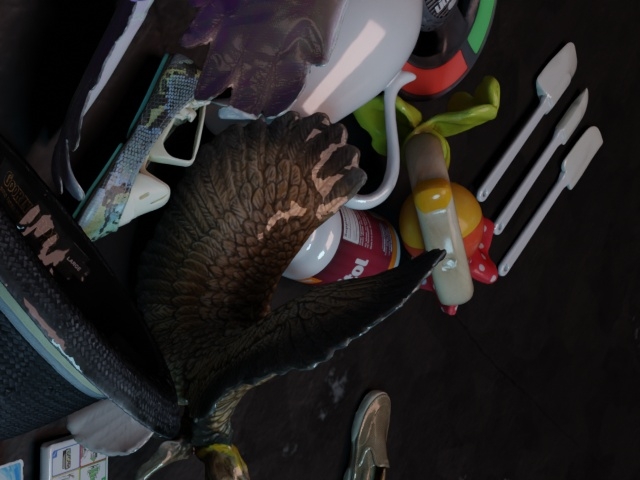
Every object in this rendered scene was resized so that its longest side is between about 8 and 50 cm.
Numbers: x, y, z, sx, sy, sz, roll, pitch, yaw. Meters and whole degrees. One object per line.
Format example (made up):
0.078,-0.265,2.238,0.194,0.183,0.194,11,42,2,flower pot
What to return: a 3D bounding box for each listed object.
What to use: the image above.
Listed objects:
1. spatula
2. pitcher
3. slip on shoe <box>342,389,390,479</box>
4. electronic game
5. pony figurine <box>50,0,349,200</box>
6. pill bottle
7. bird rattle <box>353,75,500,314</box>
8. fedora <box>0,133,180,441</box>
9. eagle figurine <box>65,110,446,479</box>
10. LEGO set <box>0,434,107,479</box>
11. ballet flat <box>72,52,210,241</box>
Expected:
0.246,-0.091,1.827,0.242,0.019,0.168,-52,141,-27,spatula
0.023,-0.145,1.414,0.177,0.125,0.207,36,70,-8,pitcher
0.053,0.222,1.655,0.051,0.041,0.135,22,83,-52,slip on shoe
0.106,-0.249,1.575,0.229,0.048,0.229,-19,115,-48,electronic game
-0.105,-0.240,1.173,0.363,0.302,0.351,48,54,-30,pony figurine
0.000,0.000,1.487,0.152,0.086,0.086,20,85,-51,pill bottle
0.106,-0.023,1.546,0.207,0.143,0.254,-89,174,-59,bird rattle
-0.235,0.045,1.100,0.152,0.334,0.334,-36,135,0,fedora
-0.052,0.066,1.320,0.298,0.226,0.225,-66,176,33,eagle figurine
-0.262,0.258,1.283,0.244,0.060,0.183,-12,107,-59,LEGO set
-0.138,-0.065,1.301,0.070,0.070,0.188,46,66,-47,ballet flat
